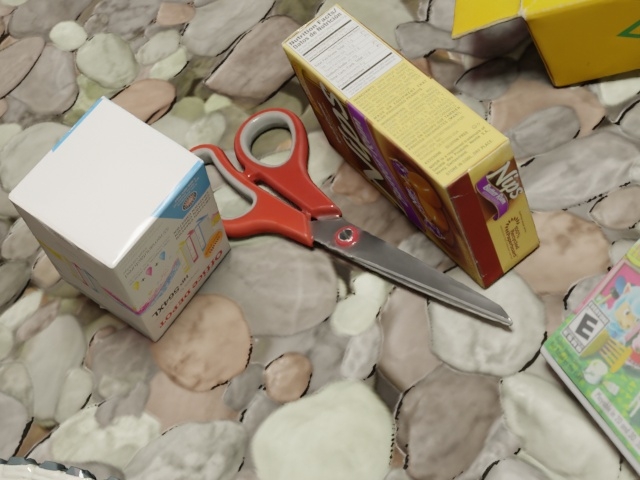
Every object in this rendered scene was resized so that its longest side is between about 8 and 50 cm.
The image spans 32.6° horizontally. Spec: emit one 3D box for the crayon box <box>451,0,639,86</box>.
[{"bbox_3d":[0.255,-0.225,0.748,0.318,0.081,0.202,-9,52,28],"label":"crayon box"}]

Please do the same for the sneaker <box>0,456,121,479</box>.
[{"bbox_3d":[-0.103,0.200,0.585,0.283,0.110,0.122,7,62,27],"label":"sneaker"}]

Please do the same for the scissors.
[{"bbox_3d":[0.000,0.000,0.752,0.109,0.021,0.297,-37,50,-9],"label":"scissors"}]

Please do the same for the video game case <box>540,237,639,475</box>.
[{"bbox_3d":[0.233,0.060,0.543,0.193,0.023,0.212,-52,46,19],"label":"video game case"}]

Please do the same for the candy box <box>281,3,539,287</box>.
[{"bbox_3d":[0.056,-0.064,0.714,0.053,0.109,0.187,-36,49,-6],"label":"candy box"}]

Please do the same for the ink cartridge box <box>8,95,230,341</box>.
[{"bbox_3d":[-0.127,-0.007,0.737,0.090,0.143,0.092,32,71,19],"label":"ink cartridge box"}]
